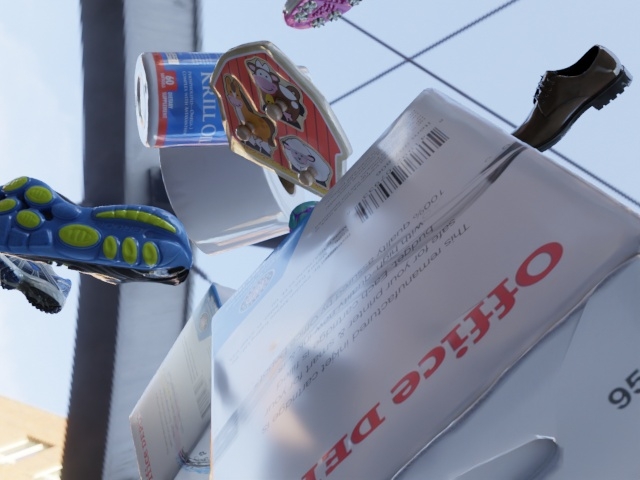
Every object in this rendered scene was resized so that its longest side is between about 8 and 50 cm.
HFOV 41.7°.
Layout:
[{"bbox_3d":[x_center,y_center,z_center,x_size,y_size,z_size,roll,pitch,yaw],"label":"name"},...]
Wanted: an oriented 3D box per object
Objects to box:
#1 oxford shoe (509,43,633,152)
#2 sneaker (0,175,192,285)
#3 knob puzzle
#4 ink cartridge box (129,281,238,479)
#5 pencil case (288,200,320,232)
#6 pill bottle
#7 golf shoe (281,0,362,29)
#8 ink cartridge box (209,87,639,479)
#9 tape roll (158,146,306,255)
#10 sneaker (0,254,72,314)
[{"bbox_3d":[0.343,-0.206,1.258,0.227,0.083,0.096,-41,-69,11],"label":"oxford shoe"},{"bbox_3d":[-0.185,0.002,0.646,0.188,0.078,0.067,11,-119,15],"label":"sneaker"},{"bbox_3d":[-0.051,-0.127,0.892,0.213,0.030,0.213,33,-29,20],"label":"knob puzzle"},{"bbox_3d":[-0.101,0.209,1.030,0.232,0.168,0.171,-56,-146,21],"label":"ink cartridge box"},{"bbox_3d":[0.000,0.000,1.151,0.070,0.151,0.064,-33,-64,1],"label":"pencil case"},{"bbox_3d":[-0.126,-0.187,1.112,0.124,0.221,0.124,175,-90,-71],"label":"pill bottle"},{"bbox_3d":[0.041,-0.504,1.506,0.306,0.115,0.140,-35,-115,27],"label":"golf shoe"},{"bbox_3d":[0.074,0.080,0.562,0.166,0.395,0.285,40,-80,-17],"label":"ink cartridge box"},{"bbox_3d":[-0.144,-0.112,1.439,0.169,0.246,0.246,-17,-94,14],"label":"tape roll"},{"bbox_3d":[-0.378,0.037,1.073,0.135,0.058,0.052,39,-51,-13],"label":"sneaker"}]
